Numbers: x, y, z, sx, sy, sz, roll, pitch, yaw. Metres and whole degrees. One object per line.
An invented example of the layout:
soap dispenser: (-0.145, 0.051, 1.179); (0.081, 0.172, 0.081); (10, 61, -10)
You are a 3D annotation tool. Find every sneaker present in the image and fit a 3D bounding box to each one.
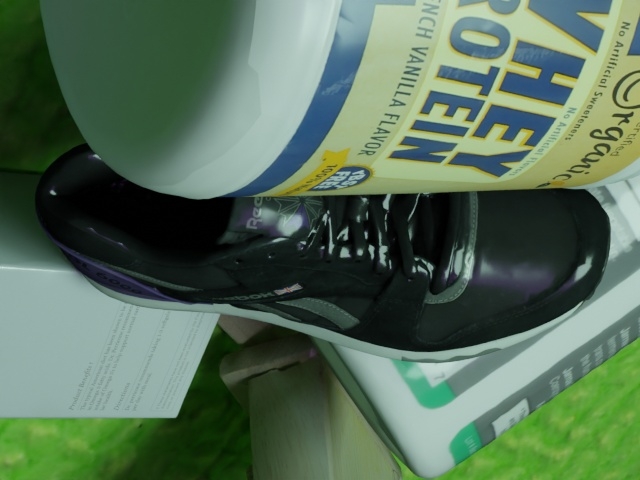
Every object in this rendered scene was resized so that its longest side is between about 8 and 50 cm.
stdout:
sneaker: (0.000, 0.000, 0.869); (0.283, 0.107, 0.124); (2, 172, 7)

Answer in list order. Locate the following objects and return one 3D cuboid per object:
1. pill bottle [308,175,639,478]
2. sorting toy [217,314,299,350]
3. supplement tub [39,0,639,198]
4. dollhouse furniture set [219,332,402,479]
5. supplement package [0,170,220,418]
pill bottle: (0.149, -0.040, 1.039); (0.361, 0.204, 0.204); (-34, 136, -5)
sorting toy: (0.015, 0.000, 1.153); (0.193, 0.038, 0.208); (-41, 131, 0)
supplement tub: (0.057, -0.135, 0.791); (0.316, 0.228, 0.228); (-3, 125, -32)
dollhouse furniture set: (-0.147, 0.255, 1.147); (0.394, 0.256, 0.362); (-17, 136, 13)
supplement package: (-0.161, 0.031, 1.005); (0.179, 0.105, 0.105); (5, 122, -37)
